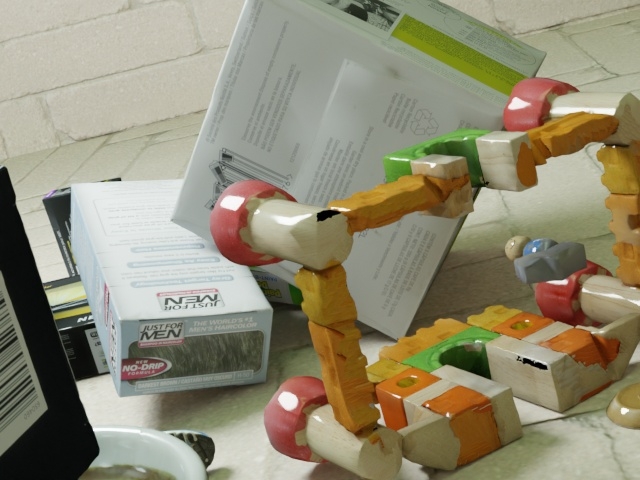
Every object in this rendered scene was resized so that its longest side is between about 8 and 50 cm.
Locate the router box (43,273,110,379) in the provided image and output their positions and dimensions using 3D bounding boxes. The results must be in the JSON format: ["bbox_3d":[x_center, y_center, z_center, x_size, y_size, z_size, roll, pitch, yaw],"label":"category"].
[{"bbox_3d":[-0.366,0.124,1.682,0.309,0.081,0.243,-13,17,3],"label":"router box"}]

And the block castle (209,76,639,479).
[{"bbox_3d":[0.133,0.029,1.200,0.453,0.303,0.213,-22,17,-27],"label":"block castle"}]

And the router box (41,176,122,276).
[{"bbox_3d":[-0.371,-0.006,1.939,0.133,0.179,0.046,-9,19,17],"label":"router box"}]

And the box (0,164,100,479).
[{"bbox_3d":[-0.445,0.128,1.026,0.395,0.293,0.212,-8,17,18],"label":"box"}]

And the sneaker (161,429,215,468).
[{"bbox_3d":[-0.191,0.228,1.238,0.162,0.063,0.073,-13,13,5],"label":"sneaker"}]

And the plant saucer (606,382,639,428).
[{"bbox_3d":[0.319,0.156,1.130,0.083,0.015,0.083,-13,17,4],"label":"plant saucer"}]

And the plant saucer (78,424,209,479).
[{"bbox_3d":[-0.281,0.299,1.015,0.400,0.100,0.400,-13,16,4],"label":"plant saucer"}]

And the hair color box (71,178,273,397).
[{"bbox_3d":[-0.206,0.047,1.515,0.185,0.113,0.374,-4,28,-19],"label":"hair color box"}]

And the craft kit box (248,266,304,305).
[{"bbox_3d":[-0.049,0.005,1.747,0.246,0.061,0.250,4,30,29],"label":"craft kit box"}]

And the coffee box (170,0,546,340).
[{"bbox_3d":[0.058,-0.140,1.526,0.338,0.337,0.334,27,26,7],"label":"coffee box"}]
